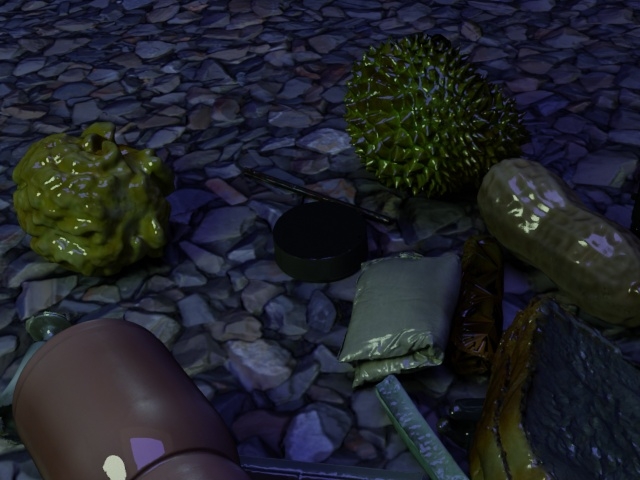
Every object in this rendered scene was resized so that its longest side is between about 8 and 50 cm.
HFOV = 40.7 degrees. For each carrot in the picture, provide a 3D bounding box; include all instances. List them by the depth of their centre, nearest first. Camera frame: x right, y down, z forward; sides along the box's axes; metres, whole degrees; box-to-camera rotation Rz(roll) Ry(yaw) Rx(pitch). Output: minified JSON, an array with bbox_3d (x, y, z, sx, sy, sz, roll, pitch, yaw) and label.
[{"bbox_3d":[0.199,0.076,1.090,0.069,0.068,0.228,6,39,11],"label":"carrot"}]

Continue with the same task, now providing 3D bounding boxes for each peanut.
[{"bbox_3d":[0.323,0.004,1.120,0.120,0.136,0.298,-49,51,9],"label":"peanut"}]

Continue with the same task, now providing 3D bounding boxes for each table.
[{"bbox_3d":[0.000,0.000,1.212,0.134,0.043,0.133,-3,39,2],"label":"table"}]

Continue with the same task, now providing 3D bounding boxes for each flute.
[{"bbox_3d":[-0.009,-0.069,1.321,0.270,0.014,0.014,21,45,27],"label":"flute"}]

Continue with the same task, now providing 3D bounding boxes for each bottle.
[{"bbox_3d":[-0.160,0.221,0.824,0.173,0.206,0.297,-37,39,-16],"label":"bottle"}]

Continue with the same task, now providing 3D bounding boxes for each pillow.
[{"bbox_3d":[0.099,0.091,1.048,0.134,0.077,0.181,-12,35,28],"label":"pillow"}]

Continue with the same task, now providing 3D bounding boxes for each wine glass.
[{"bbox_3d":[-0.336,0.161,1.026,0.072,0.072,0.155,-1,40,3],"label":"wine glass"}]

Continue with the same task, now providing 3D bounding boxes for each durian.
[{"bbox_3d":[0.158,-0.172,1.265,0.291,0.291,0.224,39,95,40],"label":"durian"}]

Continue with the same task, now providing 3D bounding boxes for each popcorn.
[{"bbox_3d":[-0.308,-0.064,1.207,0.235,0.181,0.216,13,40,9],"label":"popcorn"}]

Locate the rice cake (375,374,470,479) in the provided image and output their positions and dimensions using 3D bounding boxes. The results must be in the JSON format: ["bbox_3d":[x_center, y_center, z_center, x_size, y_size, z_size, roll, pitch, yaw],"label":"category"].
[{"bbox_3d":[0.122,0.229,0.924,0.034,0.043,0.211,-28,45,-10],"label":"rice cake"}]

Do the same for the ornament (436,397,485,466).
[{"bbox_3d":[0.228,0.270,0.827,0.202,0.080,0.236,13,39,-25],"label":"ornament"}]

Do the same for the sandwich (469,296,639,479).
[{"bbox_3d":[0.287,0.209,0.787,0.301,0.099,0.271,31,31,0],"label":"sandwich"}]

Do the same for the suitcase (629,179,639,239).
[{"bbox_3d":[0.595,-0.042,1.104,0.345,0.188,0.339,-35,50,-30],"label":"suitcase"}]

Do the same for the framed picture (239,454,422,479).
[{"bbox_3d":[-0.052,0.315,0.855,0.294,0.018,0.231,4,40,9],"label":"framed picture"}]
